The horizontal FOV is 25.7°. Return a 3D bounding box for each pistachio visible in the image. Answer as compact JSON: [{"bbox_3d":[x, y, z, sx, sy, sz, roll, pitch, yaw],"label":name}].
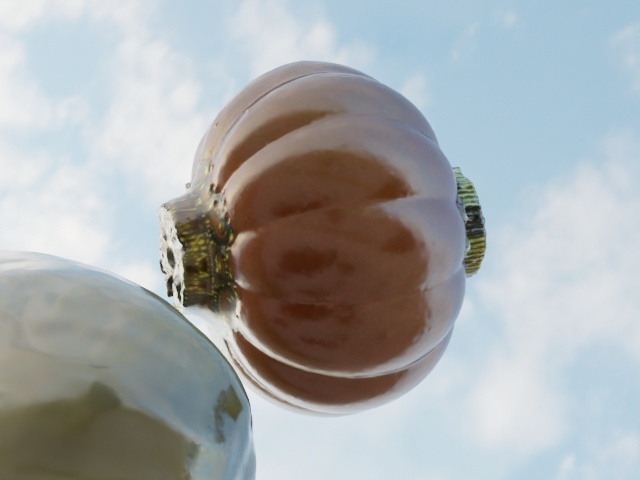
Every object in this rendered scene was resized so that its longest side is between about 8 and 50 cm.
[{"bbox_3d":[-0.117,0.074,0.572,0.153,0.238,0.137,11,-86,-34],"label":"pistachio"}]

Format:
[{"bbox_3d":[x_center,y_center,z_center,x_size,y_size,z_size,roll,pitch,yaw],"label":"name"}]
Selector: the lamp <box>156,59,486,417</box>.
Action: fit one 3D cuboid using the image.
[{"bbox_3d":[0.000,0.000,0.874,0.197,0.223,0.223,-7,-55,-17],"label":"lamp"}]
